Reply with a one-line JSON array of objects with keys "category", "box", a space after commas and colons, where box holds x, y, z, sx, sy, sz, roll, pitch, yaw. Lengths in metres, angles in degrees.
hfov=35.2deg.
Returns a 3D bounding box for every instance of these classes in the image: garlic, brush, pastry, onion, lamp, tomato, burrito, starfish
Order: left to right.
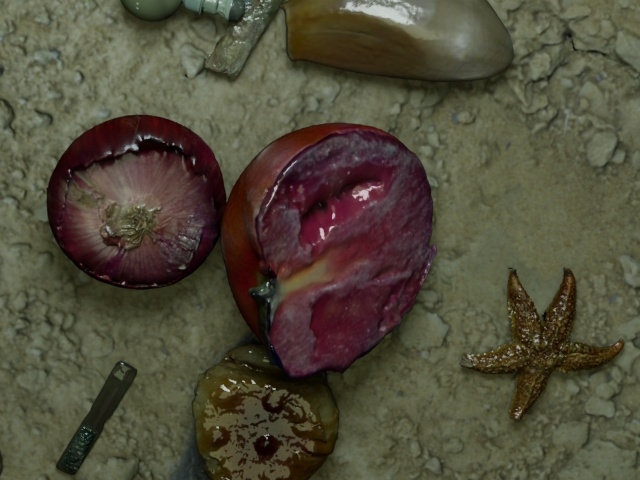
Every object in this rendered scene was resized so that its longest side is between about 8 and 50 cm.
[{"category": "brush", "box": [-0.324, 0.260, 1.451, 0.034, 0.027, 0.190, 31, 98, -10]}, {"category": "onion", "box": [-0.236, -0.053, 1.321, 0.248, 0.161, 0.248, 4, 121, 6]}, {"category": "lamp", "box": [-0.176, -0.318, 1.300, 0.163, 0.091, 0.091, 14, 101, -2]}, {"category": "burrito", "box": [-0.093, -0.292, 1.338, 0.051, 0.042, 0.171, 29, 101, -19]}, {"category": "pastry", "box": [-0.086, 0.262, 1.426, 0.218, 0.100, 0.229, 28, 98, -8]}, {"category": "tomato", "box": [-0.002, 0.003, 1.341, 0.289, 0.176, 0.335, -19, 115, -29]}, {"category": "garlic", "box": [0.104, -0.283, 1.320, 0.318, 0.112, 0.143, 5, 108, 2]}, {"category": "starfish", "box": [0.322, 0.150, 1.453, 0.240, 0.043, 0.227, -1, 103, -5]}]
